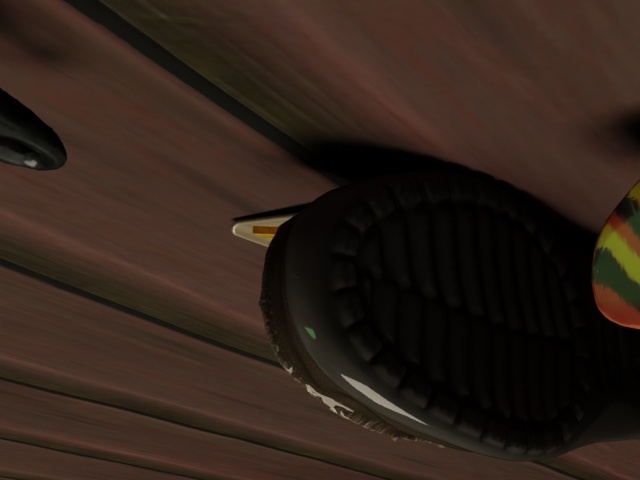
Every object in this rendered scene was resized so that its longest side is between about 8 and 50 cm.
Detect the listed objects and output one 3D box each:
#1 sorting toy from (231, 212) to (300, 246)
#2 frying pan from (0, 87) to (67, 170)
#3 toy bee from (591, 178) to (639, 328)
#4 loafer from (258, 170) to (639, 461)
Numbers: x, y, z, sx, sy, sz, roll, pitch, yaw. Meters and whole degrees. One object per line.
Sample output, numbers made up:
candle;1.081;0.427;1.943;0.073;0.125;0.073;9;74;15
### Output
sorting toy;0.000;0.000;0.765;0.062;0.012;0.083;-11;160;35
frying pan;-0.150;-0.093;0.371;0.197;0.053;0.326;-13;161;43
toy bee;0.263;-0.009;0.541;0.298;0.162;0.195;11;-163;9
loafer;0.084;0.061;0.756;0.130;0.133;0.366;-12;160;37
